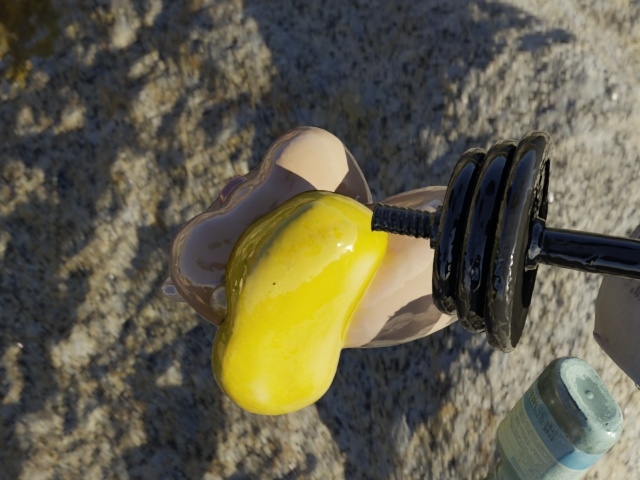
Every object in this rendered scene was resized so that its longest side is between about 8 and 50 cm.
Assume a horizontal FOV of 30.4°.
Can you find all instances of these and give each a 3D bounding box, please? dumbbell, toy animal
[{"bbox_3d":[0.123,0.007,0.501,0.209,0.099,0.099,10,70,16],"label":"dumbbell"},{"bbox_3d":[-0.001,-0.013,1.167,0.345,0.277,0.246,-29,57,-3],"label":"toy animal"}]

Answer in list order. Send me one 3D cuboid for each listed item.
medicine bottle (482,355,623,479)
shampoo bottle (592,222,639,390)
[{"bbox_3d":[0.206,0.191,1.096,0.054,0.208,0.090,-16,61,-28],"label":"medicine bottle"},{"bbox_3d":[0.414,0.059,1.088,0.273,0.273,0.266,45,103,20],"label":"shampoo bottle"}]
